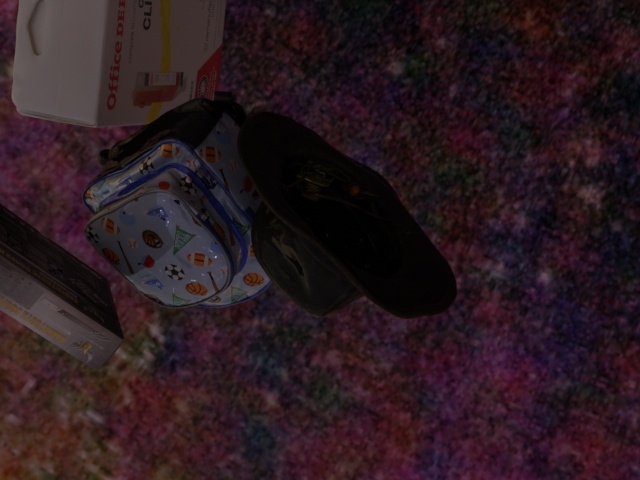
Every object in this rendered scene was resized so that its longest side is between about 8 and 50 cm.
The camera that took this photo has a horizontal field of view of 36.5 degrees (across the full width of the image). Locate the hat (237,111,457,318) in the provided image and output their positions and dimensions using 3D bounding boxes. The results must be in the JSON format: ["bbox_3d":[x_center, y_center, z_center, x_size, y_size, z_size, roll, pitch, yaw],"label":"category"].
[{"bbox_3d":[0.000,0.000,1.169,0.331,0.331,0.134,38,113,-9],"label":"hat"}]

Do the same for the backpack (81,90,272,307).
[{"bbox_3d":[-0.165,-0.030,1.320,0.276,0.213,0.263,-19,128,42],"label":"backpack"}]

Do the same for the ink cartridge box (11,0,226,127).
[{"bbox_3d":[-0.320,-0.339,1.627,0.160,0.385,0.279,12,103,20],"label":"ink cartridge box"}]

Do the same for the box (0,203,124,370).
[{"bbox_3d":[-0.362,0.046,1.225,0.231,0.056,0.183,40,-173,-30],"label":"box"}]
